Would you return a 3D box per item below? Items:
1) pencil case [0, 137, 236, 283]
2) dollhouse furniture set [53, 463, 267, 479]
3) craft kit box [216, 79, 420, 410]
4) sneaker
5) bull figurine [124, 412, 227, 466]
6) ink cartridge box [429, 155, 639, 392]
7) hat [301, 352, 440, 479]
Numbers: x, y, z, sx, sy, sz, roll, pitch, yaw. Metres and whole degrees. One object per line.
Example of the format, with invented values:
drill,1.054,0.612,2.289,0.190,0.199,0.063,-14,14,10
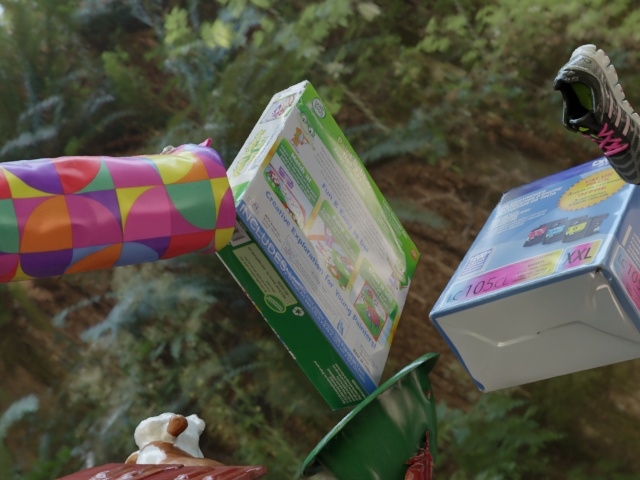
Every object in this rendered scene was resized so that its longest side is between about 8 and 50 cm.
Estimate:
pencil case,-0.184,-0.024,0.895,0.236,0.104,0.104,-9,-47,-35
dollhouse furniture set,-0.178,0.283,0.724,0.374,0.152,0.201,-7,-88,-65
craft kit box,0.000,0.000,1.141,0.249,0.061,0.246,56,-145,-23
sneaker,0.311,-0.130,1.244,0.075,0.170,0.063,-32,7,-32
bull figurine,-0.096,0.273,1.075,0.101,0.188,0.310,-54,17,4
ink cartridge box,0.355,0.015,1.553,0.270,0.151,0.395,-20,19,38
hat,0.098,0.237,1.068,0.208,0.183,0.173,-33,-19,-32
